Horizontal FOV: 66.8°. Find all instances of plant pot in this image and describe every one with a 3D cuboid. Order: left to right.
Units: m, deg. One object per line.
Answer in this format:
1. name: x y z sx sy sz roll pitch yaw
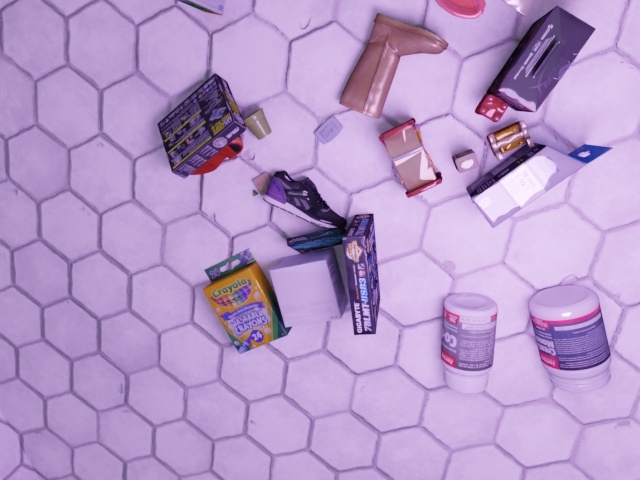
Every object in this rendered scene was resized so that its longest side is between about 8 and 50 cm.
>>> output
1. plant pot: -0.195 -0.362 1.528 0.083 0.083 0.079 -26 110 18

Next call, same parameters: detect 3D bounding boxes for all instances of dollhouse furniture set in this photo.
1. dollhouse furniture set: 0.374 -0.288 1.381 0.375 0.152 0.201 -23 100 17

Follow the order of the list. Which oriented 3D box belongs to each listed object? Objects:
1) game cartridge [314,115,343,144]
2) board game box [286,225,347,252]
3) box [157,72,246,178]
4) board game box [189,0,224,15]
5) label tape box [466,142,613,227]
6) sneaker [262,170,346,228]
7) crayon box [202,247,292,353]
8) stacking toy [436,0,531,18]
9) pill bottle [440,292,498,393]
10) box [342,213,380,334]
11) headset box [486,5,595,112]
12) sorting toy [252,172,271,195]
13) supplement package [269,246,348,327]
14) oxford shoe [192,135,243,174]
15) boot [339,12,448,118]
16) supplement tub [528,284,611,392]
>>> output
1. game cartridge: 0.027 -0.342 1.513 0.083 0.017 0.056 -39 91 19
2. board game box: 0.000 0.000 1.560 0.187 0.126 0.026 -13 73 16
3. box: -0.377 -0.357 1.518 0.270 0.060 0.216 -34 63 18
4. board game box: -0.322 -0.813 1.337 0.064 0.242 0.316 15 107 8
5. label tape box: 0.570 -0.190 1.320 0.334 0.240 0.105 -38 93 18
6. sneaker: -0.037 -0.132 1.543 0.284 0.107 0.124 24 102 4
7. crayon box: -0.266 0.216 1.699 0.203 0.083 0.322 -25 98 17
8. stacking toy: 0.448 -0.741 1.265 0.280 0.130 0.308 15 119 4
9. pill bottle: 0.464 0.323 1.528 0.162 0.161 0.282 2 106 12
10. box: 0.131 0.090 1.465 0.074 0.295 0.292 -5 105 11
11. headset box: 0.543 -0.445 1.224 0.110 0.293 0.218 32 110 2
12. sorting toy: -0.197 -0.181 1.608 0.083 0.012 0.062 -27 103 14
13. supplement package: -0.034 0.152 1.594 0.195 0.149 0.202 -11 103 15
14. oxford shoe: -0.366 -0.295 1.588 0.272 0.097 0.098 -21 67 23
15. boot: 0.208 -0.482 1.401 0.236 0.089 0.269 28 109 17
16. supplement tub: 0.742 0.287 1.441 0.191 0.191 0.271 -15 101 16
